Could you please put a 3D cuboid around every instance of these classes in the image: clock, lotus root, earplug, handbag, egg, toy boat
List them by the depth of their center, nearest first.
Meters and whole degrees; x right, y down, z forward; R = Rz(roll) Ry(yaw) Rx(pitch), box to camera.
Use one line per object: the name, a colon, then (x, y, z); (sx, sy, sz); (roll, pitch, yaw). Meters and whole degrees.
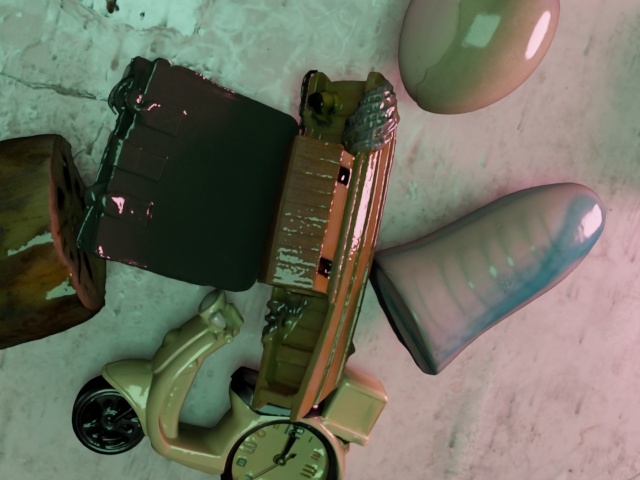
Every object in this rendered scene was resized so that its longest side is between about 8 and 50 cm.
lotus root: (-0.448, 0.020, 1.205); (0.346, 0.250, 0.250); (-14, 103, -4)
handbag: (-0.163, -0.073, 1.228); (0.260, 0.079, 0.247); (19, 87, -43)
toy boat: (0.000, 0.000, 1.234); (0.136, 0.162, 0.445); (8, 85, 34)
egg: (0.191, -0.258, 1.255); (0.183, 0.183, 0.217); (40, 84, -13)
earplug: (0.241, 0.025, 1.340); (0.324, 0.185, 0.185); (-29, 104, -9)
clock: (-0.121, 0.224, 1.354); (0.379, 0.120, 0.276); (28, 99, -17)
